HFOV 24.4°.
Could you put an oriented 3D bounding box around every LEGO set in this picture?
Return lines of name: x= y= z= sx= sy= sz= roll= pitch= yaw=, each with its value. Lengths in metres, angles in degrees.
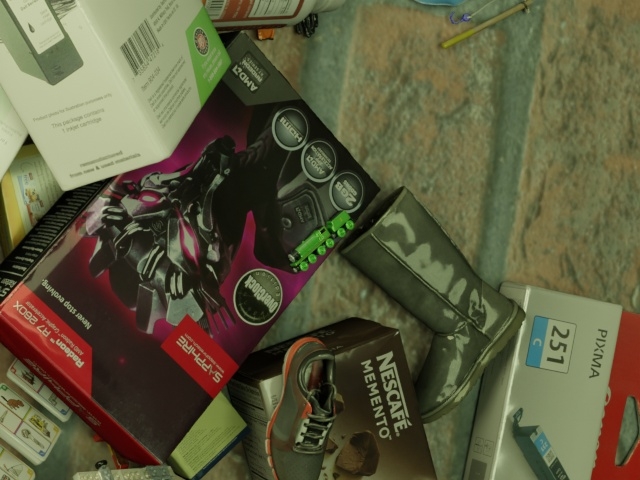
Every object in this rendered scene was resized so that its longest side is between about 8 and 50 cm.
LEGO set: x=-0.235 y=0.237 z=1.434 sx=0.244 sy=0.060 sz=0.182 roll=41 pitch=31 yaw=-12

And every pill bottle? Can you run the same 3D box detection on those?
pill bottle: x=-0.077 y=-0.270 z=1.479 sx=0.216 sy=0.121 sz=0.121 roll=-9 pitch=97 yaw=-37

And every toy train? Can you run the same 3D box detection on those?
toy train: x=0.000 y=0.000 z=1.460 sx=0.083 sy=0.017 sz=0.023 roll=-41 pitch=105 yaw=-24

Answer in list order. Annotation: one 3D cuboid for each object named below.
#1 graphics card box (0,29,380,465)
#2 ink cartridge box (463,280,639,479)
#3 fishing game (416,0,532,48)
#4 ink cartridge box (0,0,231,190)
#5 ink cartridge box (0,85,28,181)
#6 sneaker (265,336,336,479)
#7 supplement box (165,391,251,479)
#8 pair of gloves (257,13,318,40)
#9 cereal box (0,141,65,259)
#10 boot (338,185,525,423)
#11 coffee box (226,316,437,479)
graphics card box: x=-0.134 y=0.005 z=1.441 sx=0.233 sy=0.094 sz=0.371 roll=48 pitch=68 yaw=-24
ink cartridge box: x=0.306 y=0.216 z=1.746 sx=0.261 sy=0.066 sz=0.296 roll=12 pitch=87 yaw=-26
fishing game: x=0.140 y=-0.354 z=1.649 sx=0.189 sy=0.041 sz=0.264 roll=-24 pitch=103 yaw=-26
ink cartridge box: x=-0.206 y=-0.214 z=1.272 sx=0.272 sy=0.115 sz=0.198 roll=63 pitch=27 yaw=-23
ink cartridge box: x=-0.343 y=-0.045 z=1.340 sx=0.056 sy=0.181 sz=0.224 roll=35 pitch=77 yaw=-24
sneaker: x=-0.014 y=0.175 z=1.451 sx=0.061 sy=0.065 sz=0.157 roll=2 pitch=92 yaw=-23
supplement box: x=-0.134 y=0.189 z=1.527 sx=0.083 sy=0.056 sz=0.083 roll=-43 pitch=110 yaw=-19
pair of gloves: x=-0.040 y=-0.251 z=1.579 sx=0.083 sy=0.010 sz=0.074 roll=-8 pitch=93 yaw=-28
cereal box: x=-0.202 y=-0.028 z=1.486 sx=0.240 sy=0.047 sz=0.173 roll=-13 pitch=99 yaw=-27
boot: x=0.102 y=0.073 z=1.631 sx=0.208 sy=0.076 sz=0.189 roll=41 pitch=82 yaw=-21
coffee box: x=0.024 y=0.249 z=1.573 sx=0.168 sy=0.119 sz=0.297 roll=-18 pitch=100 yaw=-22
